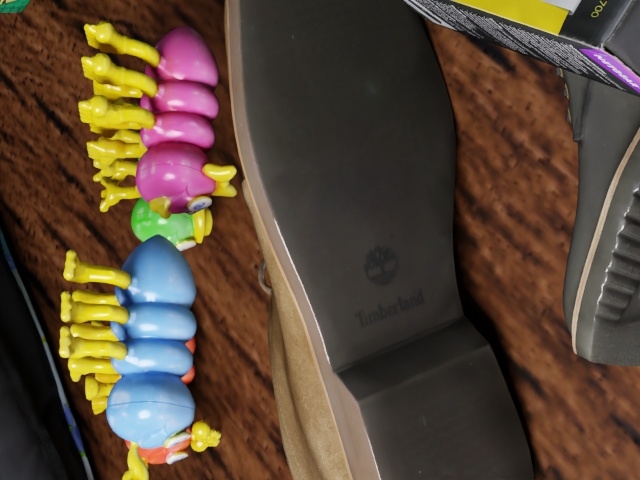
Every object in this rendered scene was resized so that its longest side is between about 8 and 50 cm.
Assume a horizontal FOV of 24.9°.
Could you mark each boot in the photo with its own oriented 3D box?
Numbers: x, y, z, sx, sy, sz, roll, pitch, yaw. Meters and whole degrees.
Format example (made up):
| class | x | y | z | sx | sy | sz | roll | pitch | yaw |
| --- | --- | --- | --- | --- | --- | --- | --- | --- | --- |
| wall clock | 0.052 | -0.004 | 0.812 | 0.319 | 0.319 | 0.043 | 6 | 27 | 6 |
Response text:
| class | x | y | z | sx | sy | sz | roll | pitch | yaw |
| --- | --- | --- | --- | --- | --- | --- | --- | --- | --- |
| boot | 0.000 | 0.000 | 0.658 | 0.115 | 0.112 | 0.305 | -16 | 85 | 58 |
| boot | 0.105 | -0.063 | 0.561 | 0.137 | 0.077 | 0.198 | 26 | 101 | 47 |

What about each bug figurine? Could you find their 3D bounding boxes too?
| class | x | y | z | sx | sy | sz | roll | pitch | yaw |
| --- | --- | --- | --- | --- | --- | --- | --- | --- | --- |
| bug figurine | -0.079 | 0.013 | 0.704 | 0.279 | 0.072 | 0.216 | 119 | 153 | -79 |

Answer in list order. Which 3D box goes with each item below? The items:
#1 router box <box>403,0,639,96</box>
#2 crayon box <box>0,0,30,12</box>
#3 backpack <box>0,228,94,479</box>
| class | x | y | z | sx | sy | sz | roll | pitch | yaw |
| --- | --- | --- | --- | --- | --- | --- | --- | --- | --- |
| router box | 0.109 | -0.144 | 0.487 | 0.133 | 0.046 | 0.179 | 32 | 91 | 52 |
| crayon box | -0.217 | -0.296 | 0.861 | 0.165 | 0.081 | 0.278 | -39 | 67 | 44 |
| backpack | -0.271 | 0.144 | 0.854 | 0.355 | 0.290 | 0.273 | 51 | 123 | 18 |
